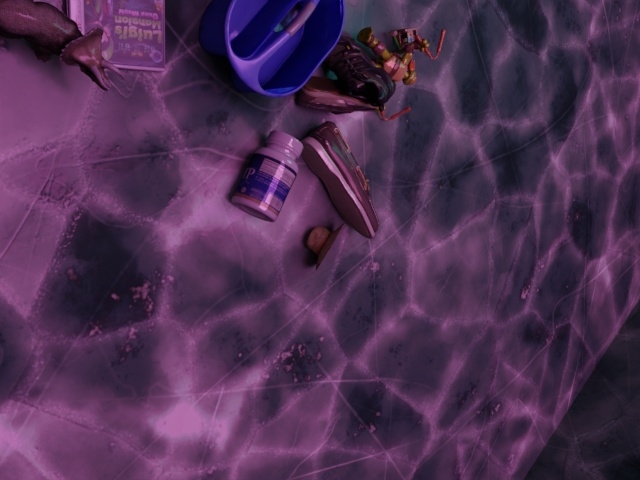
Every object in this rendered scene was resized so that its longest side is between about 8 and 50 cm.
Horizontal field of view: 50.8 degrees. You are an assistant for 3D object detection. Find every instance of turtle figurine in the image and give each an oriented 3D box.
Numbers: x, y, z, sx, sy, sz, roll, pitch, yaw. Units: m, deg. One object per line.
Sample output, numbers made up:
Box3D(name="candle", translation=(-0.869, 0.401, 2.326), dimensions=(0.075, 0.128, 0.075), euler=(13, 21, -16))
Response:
Box3D(name="turtle figurine", translation=(0.180, -0.456, 1.710), dimensions=(0.217, 0.087, 0.269), euler=(21, 114, -34))

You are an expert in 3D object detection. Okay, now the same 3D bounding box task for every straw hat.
Box3D(name="straw hat", translation=(0.000, 0.000, 1.671), dimensions=(0.061, 0.144, 0.144), euler=(32, 75, 0))

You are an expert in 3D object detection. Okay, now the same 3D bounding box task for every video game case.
Box3D(name="video game case", translation=(-0.388, -0.418, 1.290), dimensions=(0.190, 0.022, 0.173), euler=(-6, 103, -40))

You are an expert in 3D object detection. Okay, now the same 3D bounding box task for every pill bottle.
Box3D(name="pill bottle", translation=(-0.113, -0.146, 1.517), dimensions=(0.112, 0.112, 0.186), euler=(33, 77, -39))

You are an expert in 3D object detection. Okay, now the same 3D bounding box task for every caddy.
Box3D(name="caddy", translation=(-0.089, -0.462, 1.432), dimensions=(0.241, 0.179, 0.341), euler=(48, 68, -35))

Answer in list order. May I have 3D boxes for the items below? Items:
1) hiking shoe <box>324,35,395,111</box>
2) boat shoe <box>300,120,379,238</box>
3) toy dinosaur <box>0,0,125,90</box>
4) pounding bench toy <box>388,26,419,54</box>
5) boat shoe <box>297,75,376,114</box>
Box3D(name="hiking shoe", translation=(0.076, -0.398, 1.585), dimensions=(0.227, 0.086, 0.114), euler=(33, 40, -7))
Box3D(name="boat shoe", translation=(0.068, -0.145, 1.673), dimensions=(0.097, 0.117, 0.324), euler=(-46, 119, -20))
Box3D(name="toy dinosaur", translation=(-0.486, -0.366, 1.126), dimensions=(0.313, 0.160, 0.121), euler=(24, 83, -41))
Box3D(name="pounding bench toy", translation=(0.214, -0.518, 1.759), dimensions=(0.083, 0.052, 0.065), euler=(-21, 112, -36))
Box3D(name="boat shoe", translation=(0.041, -0.343, 1.635), dimensions=(0.224, 0.080, 0.073), euler=(3, 140, -35))
